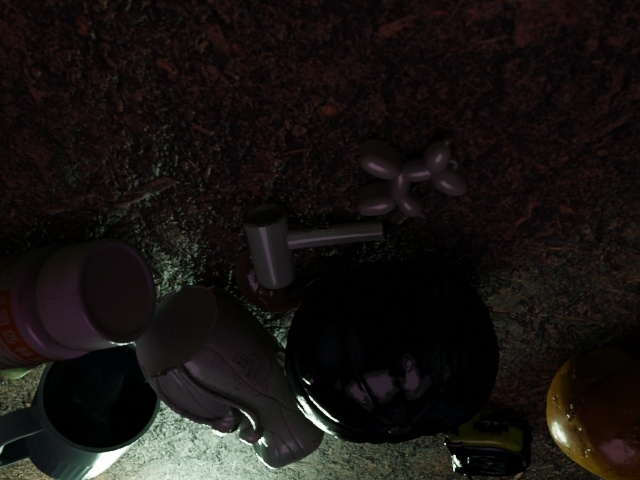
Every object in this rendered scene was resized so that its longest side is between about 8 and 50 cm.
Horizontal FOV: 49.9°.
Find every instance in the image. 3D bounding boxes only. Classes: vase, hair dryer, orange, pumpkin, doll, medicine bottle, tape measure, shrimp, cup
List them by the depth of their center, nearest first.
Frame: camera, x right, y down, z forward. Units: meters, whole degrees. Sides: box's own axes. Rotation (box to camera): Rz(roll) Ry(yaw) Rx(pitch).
[{"bbox_3d":[0.134,-0.092,1.004,0.160,0.059,0.161,8,138,5],"label":"doll"},{"bbox_3d":[0.000,0.000,1.136,0.237,0.073,0.131,-8,120,4],"label":"hair dryer"},{"bbox_3d":[0.122,0.190,1.157,0.364,0.266,0.363,-5,146,-3],"label":"pumpkin"},{"bbox_3d":[0.525,0.309,1.224,0.240,0.240,0.240,7,139,6],"label":"orange"},{"bbox_3d":[-0.053,0.053,1.225,0.251,0.052,0.143,-26,114,27],"label":"shrimp"},{"bbox_3d":[-0.518,0.123,1.293,0.389,0.219,0.219,-11,134,25],"label":"medicine bottle"},{"bbox_3d":[-0.162,0.290,1.383,0.250,0.249,0.445,-13,135,27],"label":"vase"},{"bbox_3d":[0.372,0.449,1.520,0.186,0.112,0.199,-7,137,19],"label":"tape measure"},{"bbox_3d":[-0.553,0.419,1.564,0.257,0.331,0.311,41,138,-1],"label":"cup"}]

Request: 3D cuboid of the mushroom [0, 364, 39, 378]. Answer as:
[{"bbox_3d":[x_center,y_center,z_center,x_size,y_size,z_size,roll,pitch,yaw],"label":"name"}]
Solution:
[{"bbox_3d":[-0.676,0.249,1.589,0.100,0.081,0.312,39,137,-22],"label":"mushroom"}]
